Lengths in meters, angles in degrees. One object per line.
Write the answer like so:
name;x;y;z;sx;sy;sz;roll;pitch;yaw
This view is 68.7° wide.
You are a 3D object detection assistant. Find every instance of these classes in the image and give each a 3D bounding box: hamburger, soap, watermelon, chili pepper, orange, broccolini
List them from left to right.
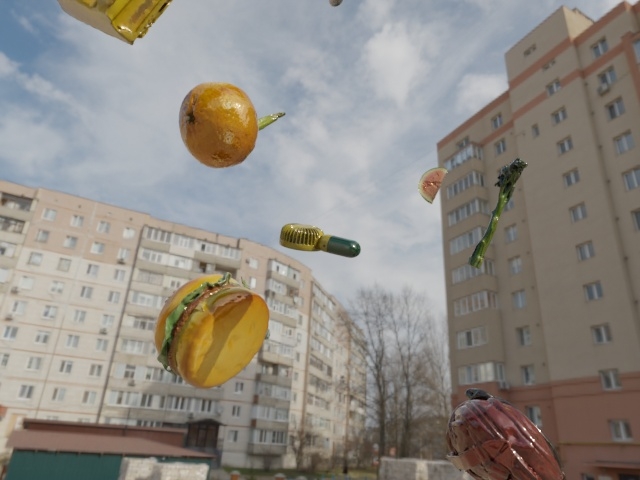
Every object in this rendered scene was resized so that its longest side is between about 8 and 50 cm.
soap;-0.317;-0.510;0.819;0.204;0.325;0.096;31;-9;19
hamburger;-0.235;0.173;0.972;0.170;0.246;0.246;27;-9;33
orange;-0.211;-0.237;0.967;0.155;0.178;0.177;4;-21;-33
chili pepper;-0.197;-0.355;1.439;0.043;0.208;0.049;46;-37;11
watermelon;0.435;-0.212;1.839;0.086;0.163;0.069;22;-17;26
broccolini;0.368;-0.064;1.002;0.057;0.254;0.071;24;-8;40

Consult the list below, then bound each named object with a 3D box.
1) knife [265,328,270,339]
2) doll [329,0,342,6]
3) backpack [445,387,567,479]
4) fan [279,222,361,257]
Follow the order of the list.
knife;-0.214;0.265;1.262;0.162;0.044;0.023;-11;-40;0
doll;-0.019;-0.738;1.106;0.310;0.240;0.284;38;-54;0
backpack;0.310;0.361;0.802;0.138;0.229;0.229;-37;-21;-12
fan;0.000;0.000;0.838;0.155;0.039;0.082;13;11;23
